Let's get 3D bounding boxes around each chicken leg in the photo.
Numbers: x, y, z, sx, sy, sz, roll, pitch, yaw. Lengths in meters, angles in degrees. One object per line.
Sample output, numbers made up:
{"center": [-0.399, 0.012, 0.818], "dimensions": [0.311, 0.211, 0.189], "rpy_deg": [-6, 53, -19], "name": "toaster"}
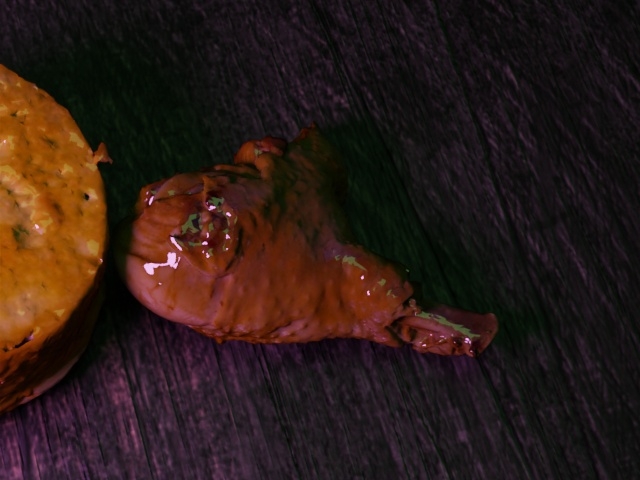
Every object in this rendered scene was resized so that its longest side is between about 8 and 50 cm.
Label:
{"center": [0.000, 0.000, 1.445], "dimensions": [0.409, 0.182, 0.295], "rpy_deg": [19, 48, -2], "name": "chicken leg"}

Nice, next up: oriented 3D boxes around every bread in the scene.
{"center": [-0.394, 0.008, 1.334], "dimensions": [0.398, 0.215, 0.398], "rpy_deg": [11, 62, -21], "name": "bread"}
